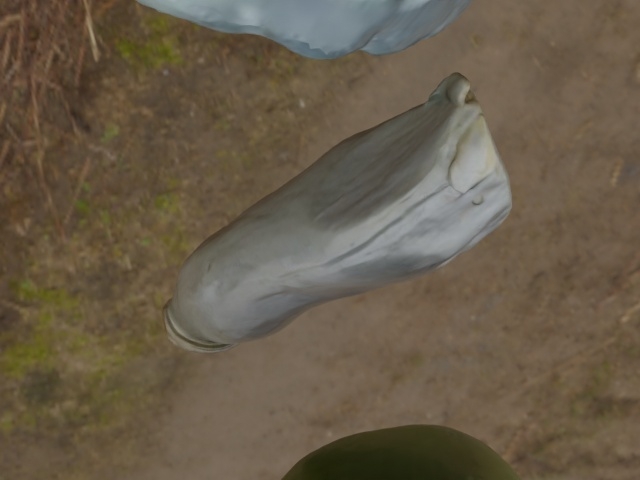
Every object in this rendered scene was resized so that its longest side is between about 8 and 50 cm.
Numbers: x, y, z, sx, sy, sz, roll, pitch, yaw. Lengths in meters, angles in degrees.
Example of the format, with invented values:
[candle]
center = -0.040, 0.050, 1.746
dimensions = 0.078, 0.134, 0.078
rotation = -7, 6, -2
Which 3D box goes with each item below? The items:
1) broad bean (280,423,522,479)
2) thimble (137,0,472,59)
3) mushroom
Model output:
[broad bean]
center = 0.015, 0.236, 0.774
dimensions = 0.291, 0.238, 0.119
rotation = -46, 123, -20
[thimble]
center = -0.028, -0.181, 0.348
dimensions = 0.205, 0.250, 0.172
rotation = -23, 150, -51
[mushroom]
center = -0.002, 0.001, 0.824
dimensions = 0.109, 0.097, 0.351
rotation = -8, 166, -43
